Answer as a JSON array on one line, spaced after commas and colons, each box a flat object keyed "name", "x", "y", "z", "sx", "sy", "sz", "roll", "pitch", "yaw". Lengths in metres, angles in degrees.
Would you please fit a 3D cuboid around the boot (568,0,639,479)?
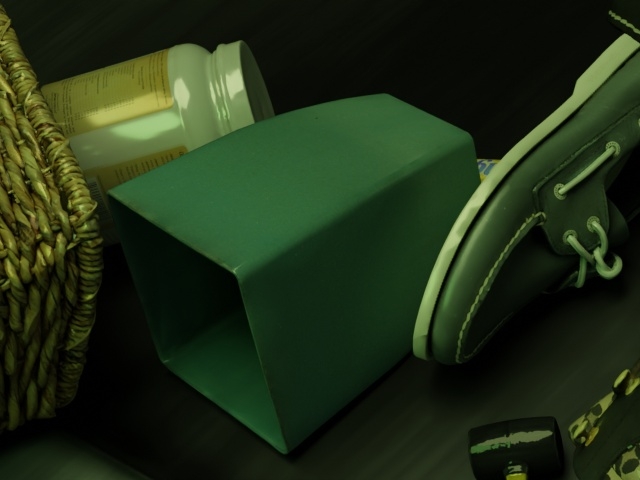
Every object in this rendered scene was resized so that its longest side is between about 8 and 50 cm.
[{"name": "boot", "x": 0.245, "y": 0.021, "z": 1.137, "sx": 0.377, "sy": 0.138, "sz": 0.284, "roll": 47, "pitch": 111, "yaw": 38}]

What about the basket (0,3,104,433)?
[{"name": "basket", "x": -0.267, "y": -0.002, "z": 1.448, "sx": 0.223, "sy": 0.213, "sz": 0.299, "roll": -31, "pitch": 50, "yaw": -2}]

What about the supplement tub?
[{"name": "supplement tub", "x": -0.141, "y": -0.078, "z": 1.543, "sx": 0.200, "sy": 0.144, "sz": 0.144, "roll": -15, "pitch": 39, "yaw": 8}]

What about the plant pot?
[{"name": "plant pot", "x": 0.000, "y": 0.000, "z": 1.376, "sx": 0.234, "sy": 0.165, "sz": 0.165, "roll": -33, "pitch": 39, "yaw": -24}]

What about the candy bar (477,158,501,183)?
[{"name": "candy bar", "x": 0.156, "y": -0.051, "z": 1.473, "sx": 0.161, "sy": 0.018, "sz": 0.040, "roll": 2, "pitch": 44, "yaw": 28}]

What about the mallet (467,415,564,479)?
[{"name": "mallet", "x": 0.116, "y": 0.191, "z": 1.196, "sx": 0.062, "sy": 0.039, "sz": 0.189, "roll": -4, "pitch": 45, "yaw": 19}]

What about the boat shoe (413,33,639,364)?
[{"name": "boat shoe", "x": 0.184, "y": -0.023, "z": 1.351, "sx": 0.099, "sy": 0.116, "sz": 0.319, "roll": 31, "pitch": 63, "yaw": 22}]
